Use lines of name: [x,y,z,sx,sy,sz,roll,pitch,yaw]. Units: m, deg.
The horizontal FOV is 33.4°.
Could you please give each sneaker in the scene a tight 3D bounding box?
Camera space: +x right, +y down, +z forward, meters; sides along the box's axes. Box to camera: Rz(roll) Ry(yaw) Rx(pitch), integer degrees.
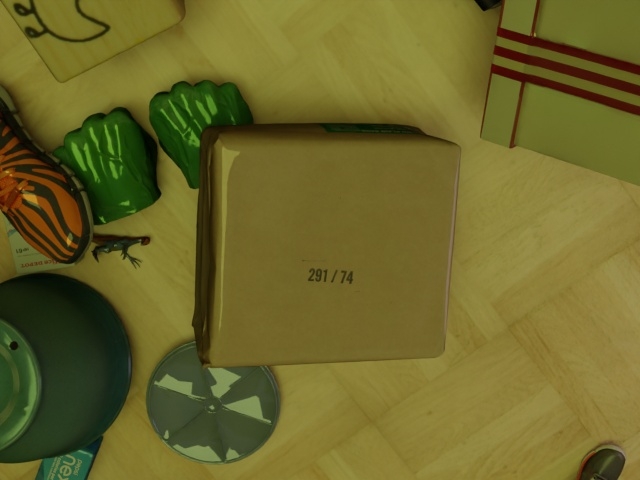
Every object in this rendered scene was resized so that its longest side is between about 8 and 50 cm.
sneaker: [0.402,0.376,1.584,0.061,0.065,0.158,33,103,-6]
sneaker: [-0.443,-0.089,1.392,0.321,0.180,0.124,47,113,18]

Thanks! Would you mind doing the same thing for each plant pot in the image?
plant pot: [-0.422,0.179,1.442,0.272,0.255,0.271,0,88,6]

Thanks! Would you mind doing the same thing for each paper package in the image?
paper package: [0.000,0.000,1.413,0.325,0.168,0.309,0,105,-14]

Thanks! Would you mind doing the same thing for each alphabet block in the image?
alphabet block: [-0.300,-0.352,1.338,0.192,0.193,0.197,-25,125,10]

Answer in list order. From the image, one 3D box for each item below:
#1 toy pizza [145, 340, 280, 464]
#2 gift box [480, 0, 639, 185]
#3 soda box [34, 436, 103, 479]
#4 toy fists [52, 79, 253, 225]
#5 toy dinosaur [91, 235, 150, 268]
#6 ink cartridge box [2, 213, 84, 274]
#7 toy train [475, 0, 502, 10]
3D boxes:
toy pizza: [-0.159,0.239,1.592,0.201,0.032,0.201,0,105,1]
gift box: [0.354,-0.223,1.317,0.258,0.276,0.255,23,116,29]
soda box: [-0.404,0.387,1.623,0.071,0.067,0.210,23,103,-3]
toy fists: [-0.228,-0.134,1.471,0.279,0.096,0.142,-19,112,6]
toy dinosaur: [-0.291,0.003,1.536,0.082,0.047,0.090,-32,90,-9]
ink cartridge box: [-0.399,-0.019,1.528,0.089,0.052,0.122,-9,105,5]
toy train: [0.160,-0.459,1.353,0.190,0.142,0.334,-42,99,2]
